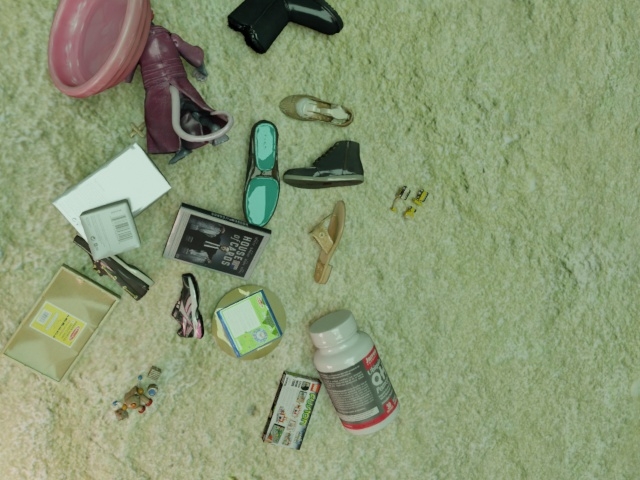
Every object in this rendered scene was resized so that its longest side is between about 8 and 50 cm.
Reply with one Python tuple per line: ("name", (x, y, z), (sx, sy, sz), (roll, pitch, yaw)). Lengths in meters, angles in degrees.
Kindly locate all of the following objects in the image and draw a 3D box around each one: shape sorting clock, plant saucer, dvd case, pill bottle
("shape sorting clock", (-0.194, 0.225, 1.594), (0.206, 0.040, 0.206), (-1, 93, -14))
("plant saucer", (-0.492, -0.476, 1.312), (0.084, 0.332, 0.332), (16, 93, -52))
("dvd case", (-0.269, 0.007, 1.504), (0.239, 0.029, 0.179), (18, 127, -17))
("pill bottle", (0.087, 0.362, 1.620), (0.176, 0.176, 0.318), (-26, 103, -11))

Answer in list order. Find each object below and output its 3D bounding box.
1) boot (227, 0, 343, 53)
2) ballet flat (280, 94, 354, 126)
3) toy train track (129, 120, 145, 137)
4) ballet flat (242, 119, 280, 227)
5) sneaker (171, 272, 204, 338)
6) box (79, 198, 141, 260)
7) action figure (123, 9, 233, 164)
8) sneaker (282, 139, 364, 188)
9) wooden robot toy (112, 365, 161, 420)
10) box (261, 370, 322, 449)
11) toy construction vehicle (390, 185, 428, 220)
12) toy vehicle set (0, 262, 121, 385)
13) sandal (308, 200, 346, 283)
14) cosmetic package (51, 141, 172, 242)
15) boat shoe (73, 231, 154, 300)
("boot", (-0.092, -0.556, 1.498), (0.246, 0.094, 0.207), (37, 82, -10))
("ballet flat", (-0.003, -0.352, 1.564), (0.206, 0.067, 0.073), (5, 96, -16))
("toy train track", (-0.451, -0.290, 1.474), (0.083, 0.014, 0.048), (-45, 99, -12))
("ballet flat", (-0.152, -0.173, 1.528), (0.095, 0.096, 0.280), (6, 95, -14))
("sneaker", (-0.356, 0.177, 1.530), (0.077, 0.072, 0.178), (-6, 93, -4))
("box", (-0.444, -0.025, 1.234), (0.102, 0.087, 0.101), (-18, 105, -13))
("action figure", (-0.373, -0.371, 1.348), (0.248, 0.276, 0.370), (-22, 98, -12))
("sneaker", (0.005, -0.209, 1.590), (0.222, 0.083, 0.118), (-2, 79, -9))
("wooden robot toy", (-0.474, 0.416, 1.519), (0.173, 0.079, 0.076), (-46, 106, -6))
("box", (-0.082, 0.486, 1.660), (0.114, 0.036, 0.207), (18, 91, -17))
("toy construction vehicle", (0.255, -0.115, 1.688), (0.086, 0.035, 0.098), (26, 92, -28))
("toy vehicle set", (-0.652, 0.212, 1.465), (0.166, 0.035, 0.267), (36, 86, -17))
("sandal", (0.002, 0.001, 1.598), (0.079, 0.088, 0.240), (10, 99, -23))
("cosmetic package", (-0.481, -0.114, 1.375), (0.225, 0.224, 0.138), (-40, 106, -7))
("boat shoe", (-0.528, 0.066, 1.459), (0.228, 0.081, 0.068), (40, 81, -19))
